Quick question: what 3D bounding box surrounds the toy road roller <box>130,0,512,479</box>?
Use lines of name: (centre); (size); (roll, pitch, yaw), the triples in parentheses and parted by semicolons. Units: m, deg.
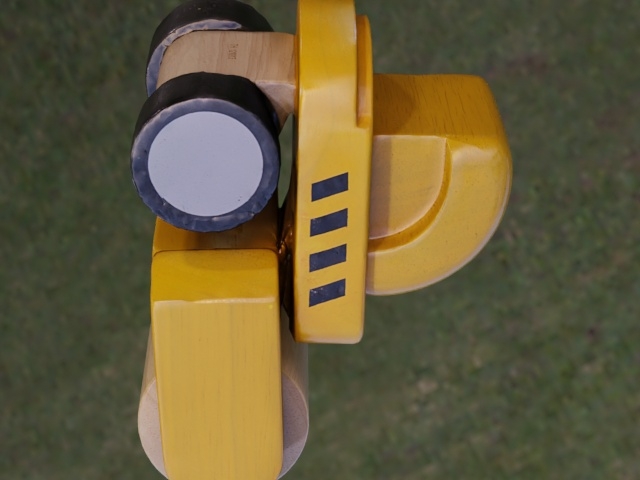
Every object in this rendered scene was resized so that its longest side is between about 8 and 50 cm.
toy road roller: (0.000, 0.000, 1.308); (0.240, 0.202, 0.330); (1, 115, -1)
